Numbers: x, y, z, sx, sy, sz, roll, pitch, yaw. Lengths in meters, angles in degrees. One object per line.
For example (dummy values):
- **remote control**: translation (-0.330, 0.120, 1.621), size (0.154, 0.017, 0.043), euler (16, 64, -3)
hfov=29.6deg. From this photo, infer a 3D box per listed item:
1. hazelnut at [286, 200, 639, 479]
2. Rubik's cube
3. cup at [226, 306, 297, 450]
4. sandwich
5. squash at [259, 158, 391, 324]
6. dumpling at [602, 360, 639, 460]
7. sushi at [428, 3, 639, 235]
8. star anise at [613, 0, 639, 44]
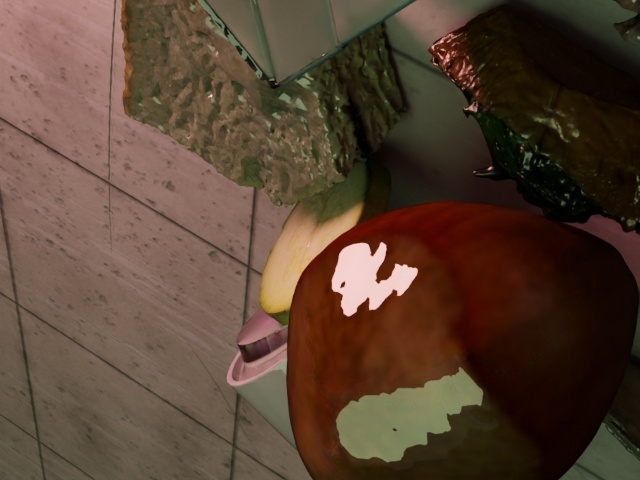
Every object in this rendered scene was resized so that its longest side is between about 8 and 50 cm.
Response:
- **hazelnut**: translation (0.137, 0.117, 1.203), size (0.366, 0.366, 0.365), euler (26, 142, 22)
- **Rubik's cube**: translation (0.008, -0.307, 1.038), size (0.231, 0.224, 0.221), euler (-25, 111, 44)
- **cup**: translation (0.086, 0.196, 1.500), size (0.371, 0.253, 0.253), euler (46, 145, -11)
- **sandwich**: translation (-0.069, -0.183, 1.345), size (0.325, 0.131, 0.262), euler (30, 142, 15)
- **squash**: translation (0.004, 0.002, 1.394), size (0.041, 0.219, 0.219), euler (31, 149, -20)
- **dumpling**: translation (0.363, 0.196, 1.368), size (0.332, 0.086, 0.166), euler (40, 177, 3)
- **sushi**: translation (0.208, -0.110, 1.133), size (0.287, 0.149, 0.140), euler (33, 132, 12)
- **star anise**: translation (0.317, -0.189, 1.023), size (0.182, 0.065, 0.195), euler (35, 147, 10)
